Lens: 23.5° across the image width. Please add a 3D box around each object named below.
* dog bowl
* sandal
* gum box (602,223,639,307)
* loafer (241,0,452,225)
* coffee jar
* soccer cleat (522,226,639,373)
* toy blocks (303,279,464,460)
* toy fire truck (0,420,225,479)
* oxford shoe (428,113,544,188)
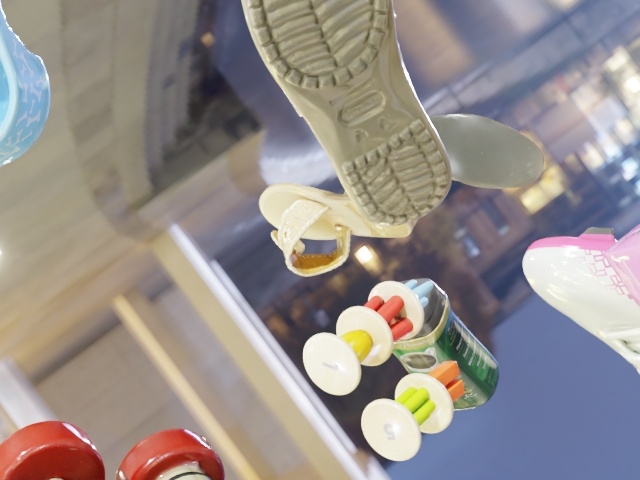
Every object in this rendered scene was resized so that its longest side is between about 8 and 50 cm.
[{"bbox_3d":[-0.389,-0.213,1.575,0.166,0.297,0.074,-18,-174,6],"label":"dog bowl"},{"bbox_3d":[-0.004,-0.004,1.509,0.240,0.088,0.079,-4,-130,54],"label":"sandal"},{"bbox_3d":[0.279,0.055,1.041,0.062,0.188,0.107,-36,-178,-11],"label":"gum box"},{"bbox_3d":[0.008,-0.132,1.062,0.102,0.268,0.092,-24,-150,-3],"label":"loafer"},{"bbox_3d":[0.135,0.124,1.843,0.096,0.184,0.079,-10,-135,33],"label":"coffee jar"},{"bbox_3d":[0.305,0.091,1.213,0.116,0.331,0.143,159,-54,-67],"label":"soccer cleat"},{"bbox_3d":[0.070,0.095,1.239,0.148,0.123,0.054,-35,170,-48],"label":"toy blocks"},{"bbox_3d":[-0.181,0.309,1.333,0.302,0.169,0.254,9,112,-35],"label":"toy fire truck"},{"bbox_3d":[0.145,-0.100,1.681,0.076,0.212,0.076,14,88,-71],"label":"oxford shoe"}]
